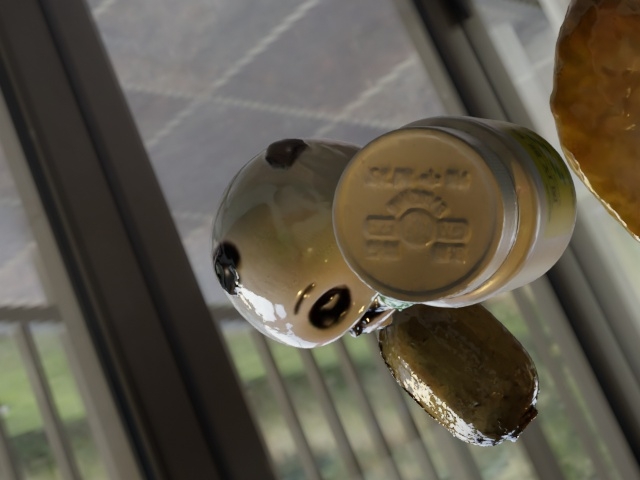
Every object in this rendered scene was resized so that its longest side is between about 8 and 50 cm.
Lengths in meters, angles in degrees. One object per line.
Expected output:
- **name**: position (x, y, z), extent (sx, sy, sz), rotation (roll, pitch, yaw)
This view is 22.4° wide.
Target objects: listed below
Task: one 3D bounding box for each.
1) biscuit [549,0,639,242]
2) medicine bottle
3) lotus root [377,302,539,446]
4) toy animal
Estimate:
- **biscuit**: position (0.461, -0.158, 1.696), extent (0.429, 0.446, 0.104), rotation (-57, 176, 8)
- **medicine bottle**: position (0.103, -0.022, 1.206), extent (0.143, 0.143, 0.258), rotation (-31, 173, 18)
- **lotus root**: position (0.178, 0.156, 2.198), extent (0.160, 0.284, 0.146), rotation (-49, 168, 4)
- **toy animal**: position (0.008, 0.005, 1.620), extent (0.212, 0.212, 0.267), rotation (-26, 175, 8)
